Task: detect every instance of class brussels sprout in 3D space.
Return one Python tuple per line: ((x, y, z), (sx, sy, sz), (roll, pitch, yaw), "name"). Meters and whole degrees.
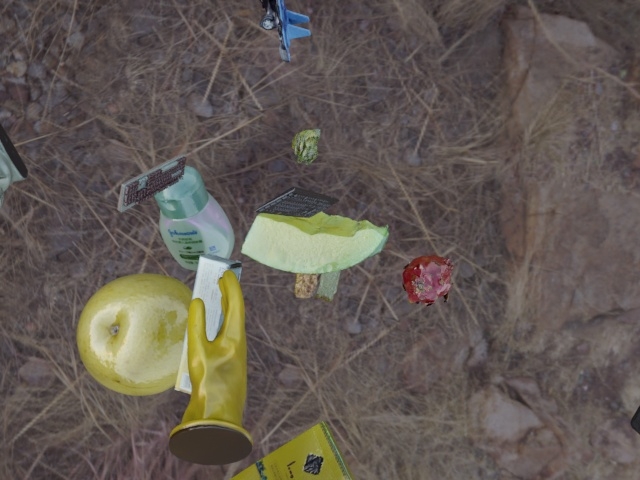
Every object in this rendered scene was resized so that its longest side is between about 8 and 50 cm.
((-0.037, -0.210, 1.342), (0.058, 0.085, 0.085), (11, 93, 8), "brussels sprout")

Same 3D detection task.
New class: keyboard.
((-0.277, -0.096, 1.006), (0.166, 0.017, 0.055), (-47, 163, -56), "keyboard")
((-0.026, -0.049, 0.824), (0.063, 0.198, 0.010), (-29, 81, 16), "keyboard")

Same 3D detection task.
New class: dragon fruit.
((0.279, 0.097, 1.571), (0.166, 0.133, 0.136), (-35, 131, -34), "dragon fruit")

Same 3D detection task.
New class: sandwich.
((0.003, 0.069, 1.792), (0.087, 0.251, 0.226), (16, 87, 15), "sandwich")

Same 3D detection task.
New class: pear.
((-0.479, 0.256, 1.657), (0.348, 0.348, 0.349), (-5, 100, -28), "pear")

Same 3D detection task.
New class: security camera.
((-0.865, -0.140, 1.481), (0.191, 0.277, 0.197), (-12, 135, -3), "security camera")

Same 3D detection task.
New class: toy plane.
((-0.087, -0.445, 1.074), (0.246, 0.078, 0.169), (55, 26, -56), "toy plane")

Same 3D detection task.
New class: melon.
((0.000, 0.000, 1.365), (0.196, 0.323, 0.124), (-49, 144, -46), "melon")

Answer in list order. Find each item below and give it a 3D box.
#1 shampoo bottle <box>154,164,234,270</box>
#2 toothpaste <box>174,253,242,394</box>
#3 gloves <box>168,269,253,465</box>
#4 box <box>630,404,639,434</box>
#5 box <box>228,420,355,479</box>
((-0.386, -0.072, 1.788), (0.350, 0.221, 0.151), (79, 20, -44), "shampoo bottle")
((-0.253, 0.191, 1.350), (0.071, 0.089, 0.313), (-6, 109, -70), "toothpaste")
((-0.157, 0.180, 0.931), (0.116, 0.295, 0.133), (10, 136, -13), "gloves")
((0.586, 0.288, 0.972), (0.026, 0.126, 0.125), (10, 109, -42), "box")
((-0.075, 0.521, 1.276), (0.278, 0.153, 0.041), (-32, 137, -1), "box")
